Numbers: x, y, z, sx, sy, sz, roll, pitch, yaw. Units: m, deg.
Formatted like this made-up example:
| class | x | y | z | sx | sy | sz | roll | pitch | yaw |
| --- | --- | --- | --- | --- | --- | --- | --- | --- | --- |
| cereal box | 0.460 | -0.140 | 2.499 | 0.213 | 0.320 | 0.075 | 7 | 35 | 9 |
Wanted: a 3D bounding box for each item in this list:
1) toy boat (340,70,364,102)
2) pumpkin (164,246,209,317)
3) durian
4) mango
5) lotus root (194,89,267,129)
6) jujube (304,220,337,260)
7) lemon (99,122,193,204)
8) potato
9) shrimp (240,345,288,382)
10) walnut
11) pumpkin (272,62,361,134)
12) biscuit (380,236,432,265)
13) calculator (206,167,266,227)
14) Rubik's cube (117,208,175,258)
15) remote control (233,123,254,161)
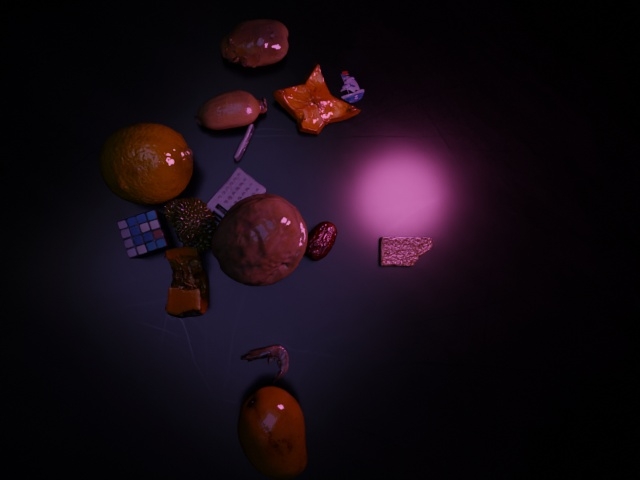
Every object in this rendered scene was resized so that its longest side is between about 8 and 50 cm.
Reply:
| class | x | y | z | sx | sy | sz | roll | pitch | yaw |
| --- | --- | --- | --- | --- | --- | --- | --- | --- | --- |
| toy boat | 0.140 | -0.673 | 1.944 | 0.106 | 0.034 | 0.149 | 1 | 74 | -5 |
| pumpkin | -0.515 | 0.175 | 1.677 | 0.140 | 0.280 | 0.189 | 0 | 51 | 0 |
| durian | -0.496 | -0.055 | 1.721 | 0.177 | 0.200 | 0.236 | -10 | 95 | 16 |
| mango | -0.179 | 0.760 | 1.723 | 0.264 | 0.221 | 0.377 | -22 | 99 | -12 |
| lotus root | -0.366 | -0.535 | 1.808 | 0.304 | 0.131 | 0.146 | -15 | 90 | -9 |
| jujube | 0.000 | 0.000 | 1.842 | 0.176 | 0.109 | 0.112 | -53 | 128 | -10 |
| lemon | -0.655 | -0.287 | 1.673 | 0.337 | 0.336 | 0.335 | 0 | 87 | -8 |
| potato | -0.270 | -0.819 | 1.835 | 0.297 | 0.141 | 0.191 | -18 | 87 | -6 |
| shrimp | -0.226 | 0.517 | 1.821 | 0.195 | 0.035 | 0.147 | -9 | 90 | -10 |
| walnut | -0.229 | -0.006 | 1.685 | 0.382 | 0.381 | 0.380 | 0 | 87 | -8 |
| pumpkin | -0.018 | -0.582 | 1.878 | 0.258 | 0.095 | 0.290 | -41 | 95 | -10 |
| biscuit | 0.376 | 0.048 | 1.932 | 0.237 | 0.026 | 0.131 | 0 | 88 | -9 |
| calculator | -0.367 | -0.162 | 1.843 | 0.161 | 0.021 | 0.261 | 39 | 82 | -4 |
| Rubik's cube | -0.676 | -0.021 | 1.725 | 0.151 | 0.155 | 0.154 | -18 | 89 | -7 |
| remote control | -0.321 | -0.409 | 1.843 | 0.029 | 0.061 | 0.162 | 24 | 83 | -4 |
